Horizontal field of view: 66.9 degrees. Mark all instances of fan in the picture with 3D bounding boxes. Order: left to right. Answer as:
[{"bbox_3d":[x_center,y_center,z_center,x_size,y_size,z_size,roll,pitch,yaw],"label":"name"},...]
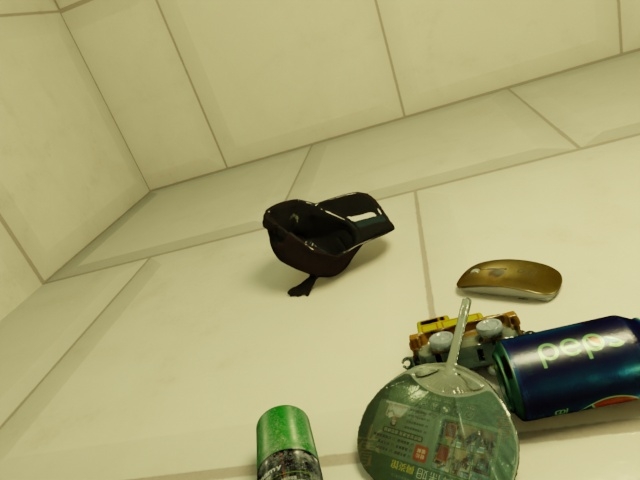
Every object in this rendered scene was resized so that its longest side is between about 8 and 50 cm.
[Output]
[{"bbox_3d":[0.188,0.240,0.674,0.294,0.012,0.223,-45,42,-6],"label":"fan"}]

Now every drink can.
[{"bbox_3d":[0.355,0.176,0.677,0.205,0.118,0.118,-17,24,10],"label":"drink can"}]

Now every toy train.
[{"bbox_3d":[0.242,0.171,0.814,0.220,0.089,0.127,-16,14,10],"label":"toy train"}]

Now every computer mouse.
[{"bbox_3d":[0.371,0.075,0.967,0.199,0.044,0.102,4,30,41],"label":"computer mouse"}]

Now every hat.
[{"bbox_3d":[0.019,0.015,1.269,0.337,0.208,0.238,-7,42,-16],"label":"hat"}]

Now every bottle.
[{"bbox_3d":[-0.033,0.354,0.624,0.093,0.093,0.330,-20,24,-1],"label":"bottle"}]
